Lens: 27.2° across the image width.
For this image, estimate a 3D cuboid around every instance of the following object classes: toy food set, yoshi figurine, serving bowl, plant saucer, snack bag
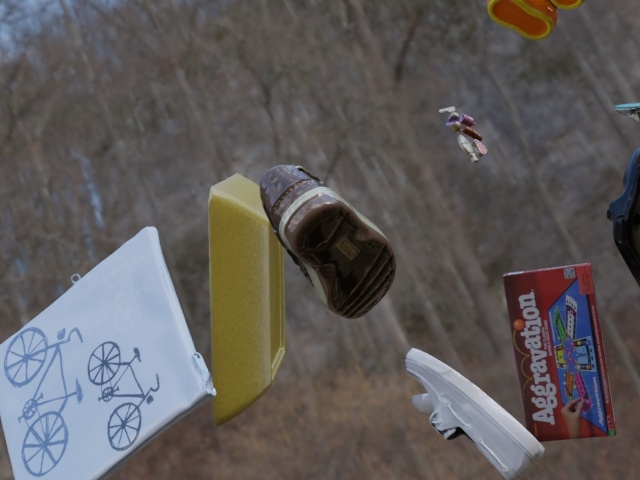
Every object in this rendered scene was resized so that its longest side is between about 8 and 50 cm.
[{"bbox_3d":[0.274,-0.203,2.457,0.078,0.122,0.019,-19,-19,-51],"label":"toy food set"},{"bbox_3d":[0.334,-0.476,1.876,0.204,0.362,0.203,10,-36,24],"label":"yoshi figurine"},{"bbox_3d":[0.160,0.214,1.714,0.083,0.027,0.083,-2,-14,-1],"label":"serving bowl"},{"bbox_3d":[-0.101,0.076,1.933,0.081,0.332,0.333,0,7,3],"label":"plant saucer"},{"bbox_3d":[-0.303,0.178,1.779,0.342,0.323,0.037,-39,-42,15],"label":"snack bag"}]

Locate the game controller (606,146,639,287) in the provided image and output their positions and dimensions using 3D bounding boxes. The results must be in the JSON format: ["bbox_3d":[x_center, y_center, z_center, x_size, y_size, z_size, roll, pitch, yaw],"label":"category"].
[{"bbox_3d":[0.508,-0.010,1.979,0.166,0.067,0.319,-62,-37,-15],"label":"game controller"}]

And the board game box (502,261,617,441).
[{"bbox_3d":[0.387,0.183,2.143,0.145,0.281,0.027,-8,4,20],"label":"board game box"}]

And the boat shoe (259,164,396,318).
[{"bbox_3d":[0.006,-0.005,1.354,0.095,0.095,0.257,-42,-28,-7],"label":"boat shoe"}]

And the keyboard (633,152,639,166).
[{"bbox_3d":[0.502,-0.170,1.849,0.180,0.023,0.108,-44,-15,-23],"label":"keyboard"}]

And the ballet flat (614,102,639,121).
[{"bbox_3d":[0.608,-0.244,2.482,0.114,0.041,0.041,-8,-13,33],"label":"ballet flat"}]

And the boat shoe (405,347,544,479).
[{"bbox_3d":[0.152,0.188,1.415,0.063,0.184,0.066,-49,-20,-6],"label":"boat shoe"}]
